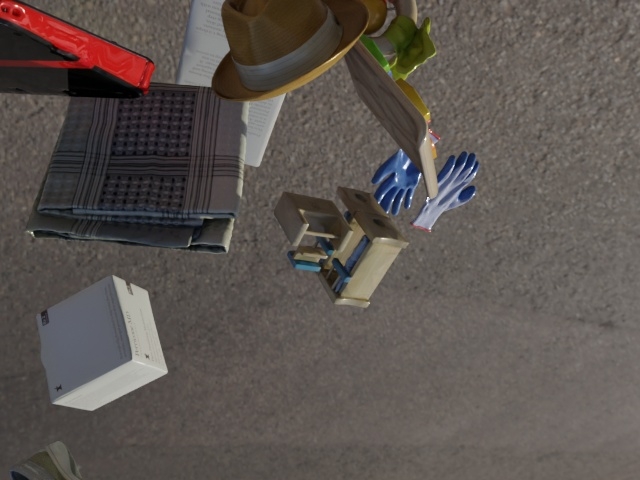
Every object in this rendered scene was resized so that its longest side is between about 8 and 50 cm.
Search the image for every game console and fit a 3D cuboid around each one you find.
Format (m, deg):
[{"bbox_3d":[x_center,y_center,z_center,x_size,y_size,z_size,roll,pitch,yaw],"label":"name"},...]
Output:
[{"bbox_3d":[-0.459,-0.264,0.967,0.387,0.060,0.342,6,177,19],"label":"game console"}]

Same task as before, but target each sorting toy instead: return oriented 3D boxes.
[{"bbox_3d":[0.085,-0.166,0.854,0.038,0.208,0.193,-31,160,2],"label":"sorting toy"}]

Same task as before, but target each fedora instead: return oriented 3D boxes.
[{"bbox_3d":[-0.045,-0.220,0.725,0.194,0.194,0.079,-24,126,10],"label":"fedora"}]

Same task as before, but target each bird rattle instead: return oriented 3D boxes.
[{"bbox_3d":[0.104,-0.398,1.203,0.207,0.253,0.143,-7,-177,-15],"label":"bird rattle"}]

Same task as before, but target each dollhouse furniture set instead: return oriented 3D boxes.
[{"bbox_3d":[0.000,0.000,1.039,0.184,0.129,0.129,9,123,-35],"label":"dollhouse furniture set"}]

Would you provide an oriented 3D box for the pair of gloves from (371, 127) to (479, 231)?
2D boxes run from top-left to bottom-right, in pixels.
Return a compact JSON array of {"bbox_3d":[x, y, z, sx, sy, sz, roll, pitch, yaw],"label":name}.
[{"bbox_3d":[0.177,-0.094,1.175,0.198,0.023,0.159,23,107,-35],"label":"pair of gloves"}]

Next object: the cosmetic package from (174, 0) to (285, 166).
[{"bbox_3d":[-0.178,-0.377,1.513,0.230,0.161,0.453,14,142,-13],"label":"cosmetic package"}]

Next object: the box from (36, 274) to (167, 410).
[{"bbox_3d":[-0.405,0.191,1.320,0.182,0.180,0.119,-27,153,11],"label":"box"}]

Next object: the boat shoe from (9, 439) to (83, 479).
[{"bbox_3d":[-0.427,0.436,1.160,0.103,0.320,0.118,-17,115,-27],"label":"boat shoe"}]

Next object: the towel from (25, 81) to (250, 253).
[{"bbox_3d":[-0.275,-0.131,1.133,0.313,0.324,0.056,5,149,-3],"label":"towel"}]
